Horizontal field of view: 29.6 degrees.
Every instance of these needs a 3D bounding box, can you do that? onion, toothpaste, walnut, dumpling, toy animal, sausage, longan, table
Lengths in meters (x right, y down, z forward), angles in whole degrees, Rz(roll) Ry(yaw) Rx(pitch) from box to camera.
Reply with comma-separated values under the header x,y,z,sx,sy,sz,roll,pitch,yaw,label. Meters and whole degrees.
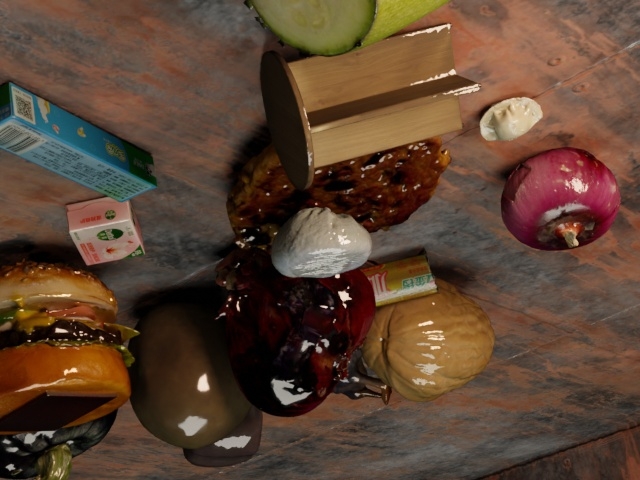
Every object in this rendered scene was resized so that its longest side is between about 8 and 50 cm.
x,y,z,sx,sy,sz,roll,pitch,yaw,label
0.359,-0.056,1.812,0.177,0.153,0.177,-16,168,-3,onion
-0.041,0.144,1.920,0.281,0.281,0.221,-2,-172,-22,onion
-0.308,-0.114,1.481,0.065,0.050,0.267,-25,153,23,toothpaste
0.191,0.177,2.166,0.261,0.225,0.225,7,150,-46,walnut
0.257,-0.169,1.652,0.076,0.057,0.052,-4,-153,47,dumpling
0.055,0.237,2.305,0.185,0.122,0.298,12,161,30,toy animal
0.014,0.096,2.071,0.371,0.082,0.082,-14,156,5,sausage
-0.216,0.226,2.006,0.246,0.246,0.215,9,123,-40,longan
0.061,-0.169,1.438,0.227,0.167,0.167,-16,157,-14,table

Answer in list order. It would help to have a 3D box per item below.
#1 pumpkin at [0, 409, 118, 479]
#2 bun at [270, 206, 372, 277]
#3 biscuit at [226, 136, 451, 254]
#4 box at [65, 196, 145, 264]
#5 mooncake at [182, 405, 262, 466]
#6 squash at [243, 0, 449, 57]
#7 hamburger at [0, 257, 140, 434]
x,y,z,sx,sy,sz,roll,pitch,yaw,label
-0.469,0.302,2.040,0.296,0.296,0.296,-10,156,-5,pumpkin
0.000,0.000,1.649,0.141,0.083,0.141,-8,160,-3,bun
0.019,-0.084,1.670,0.289,0.081,0.334,7,146,-35,biscuit
-0.303,-0.014,1.709,0.089,0.043,0.125,-12,156,-2,box
-0.189,0.298,2.227,0.133,0.245,0.245,-3,154,-14,mooncake
0.061,-0.312,1.261,0.260,0.189,0.189,-40,175,-37,squash
-0.424,0.156,1.802,0.291,0.225,0.291,-10,157,-4,hamburger
